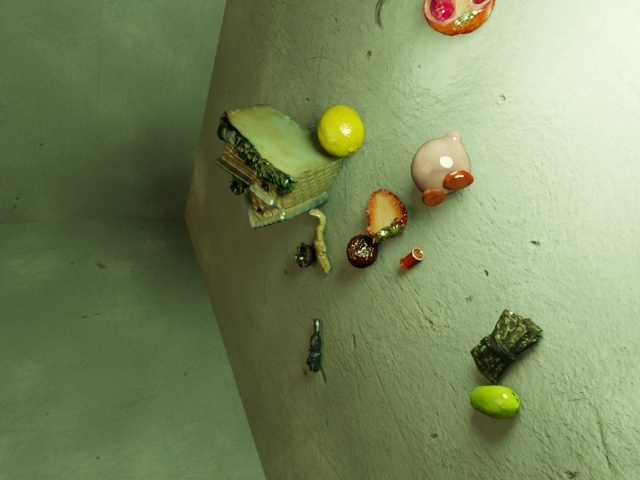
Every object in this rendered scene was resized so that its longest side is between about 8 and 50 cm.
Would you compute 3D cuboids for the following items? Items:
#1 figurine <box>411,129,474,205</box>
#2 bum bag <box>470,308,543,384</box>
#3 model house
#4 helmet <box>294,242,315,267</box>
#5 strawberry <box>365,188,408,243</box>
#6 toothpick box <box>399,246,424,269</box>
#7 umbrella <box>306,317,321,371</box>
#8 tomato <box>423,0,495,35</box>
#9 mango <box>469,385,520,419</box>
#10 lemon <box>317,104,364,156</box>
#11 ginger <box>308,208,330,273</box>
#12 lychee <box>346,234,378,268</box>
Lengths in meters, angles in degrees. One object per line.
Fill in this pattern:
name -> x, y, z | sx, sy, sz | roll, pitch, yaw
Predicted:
figurine -> 0.338, -0.207, 1.341 | 0.173, 0.173, 0.174 | 12, 104, 59
bum bag -> 0.479, 0.278, 1.253 | 0.102, 0.069, 0.248 | 31, 127, 12
model house -> -0.213, -0.263, 1.929 | 0.445, 0.395, 0.400 | 38, 132, 15
helmet -> -0.062, 0.066, 2.159 | 0.098, 0.070, 0.123 | 51, 129, 35
strawberry -> 0.239, -0.089, 1.629 | 0.167, 0.087, 0.208 | -27, 43, 38
toothpick box -> 0.299, 0.062, 1.560 | 0.083, 0.047, 0.047 | -50, 52, 52
umbrella -> -0.027, 0.478, 2.155 | 0.071, 0.070, 0.249 | 27, 118, 56
tomato -> 0.381, -0.628, 1.289 | 0.189, 0.099, 0.174 | -16, 59, 20
mango -> 0.466, 0.441, 1.293 | 0.165, 0.074, 0.091 | -35, 66, 56
lemon -> 0.074, -0.407, 1.757 | 0.178, 0.178, 0.203 | -52, 55, 49
ginger -> 0.000, 0.000, 2.043 | 0.089, 0.075, 0.289 | -164, 66, -82
lychee -> 0.150, 0.045, 1.747 | 0.129, 0.123, 0.124 | 124, 133, -59
